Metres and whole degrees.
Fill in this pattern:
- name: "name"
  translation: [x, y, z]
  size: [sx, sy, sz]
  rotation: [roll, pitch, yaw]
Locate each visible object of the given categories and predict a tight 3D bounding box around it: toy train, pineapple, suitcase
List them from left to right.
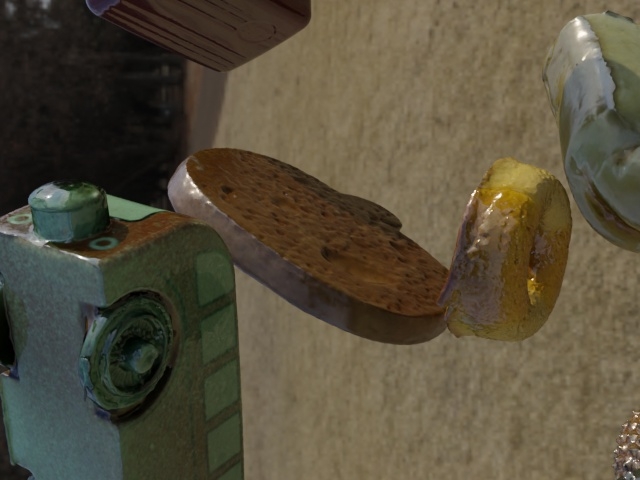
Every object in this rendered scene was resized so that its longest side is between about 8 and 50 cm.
- name: "toy train"
  translation: [-0.132, 0.108, 0.670]
  size: [0.159, 0.129, 0.326]
  rotation: [-32, -53, -51]
- name: "suitcase"
  translation: [-0.172, -0.382, 1.446]
  size: [0.236, 0.297, 0.161]
  rotation: [-20, 63, 37]
- name: "pineapple"
  translation: [0.237, 0.189, 0.718]
  size: [0.159, 0.074, 0.074]
  rotation: [-50, -25, -49]

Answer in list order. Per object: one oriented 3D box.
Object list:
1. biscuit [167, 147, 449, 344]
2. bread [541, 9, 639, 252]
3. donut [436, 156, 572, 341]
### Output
- name: "biscuit"
  translation: [-0.001, 0.001, 1.191]
  size: [0.314, 0.367, 0.063]
  rotation: [-20, -40, -63]
- name: "bread"
  translation: [0.447, -0.111, 1.305]
  size: [0.341, 0.300, 0.210]
  rotation: [-93, 19, -46]
- name: "donut"
  translation: [0.194, 0.016, 0.990]
  size: [0.074, 0.174, 0.190]
  rotation: [18, 91, 34]
